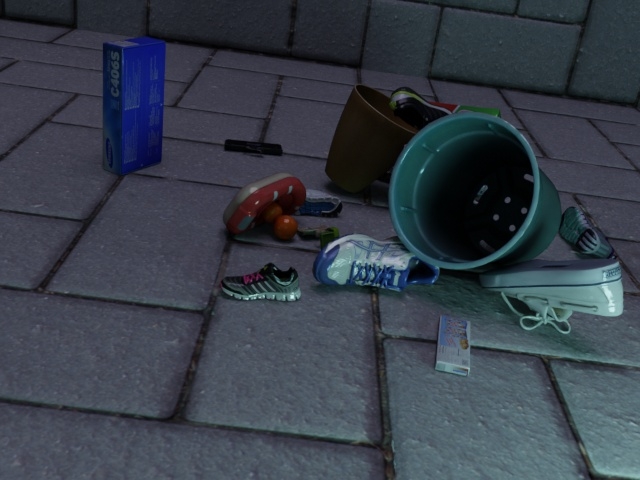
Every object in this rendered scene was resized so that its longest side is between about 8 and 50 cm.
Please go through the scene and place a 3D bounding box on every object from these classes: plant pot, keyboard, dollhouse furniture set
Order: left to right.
[{"bbox_3d":[-0.208,-0.287,2.390,0.180,0.023,0.108,4,19,-8],"label":"keyboard"},{"bbox_3d":[0.000,0.000,1.854,0.076,0.058,0.152,-9,11,-19],"label":"dollhouse furniture set"},{"bbox_3d":[0.126,-0.268,2.151,0.237,0.254,0.237,30,24,-14],"label":"plant pot"},{"bbox_3d":[0.384,-0.086,1.760,0.341,0.341,0.334,27,8,34],"label":"plant pot"}]

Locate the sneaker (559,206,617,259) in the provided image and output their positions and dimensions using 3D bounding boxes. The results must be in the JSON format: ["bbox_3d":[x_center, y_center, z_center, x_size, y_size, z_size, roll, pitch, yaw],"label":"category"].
[{"bbox_3d":[0.717,-0.011,2.066,0.098,0.083,0.223,27,24,-15],"label":"sneaker"}]

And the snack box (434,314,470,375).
[{"bbox_3d":[0.262,0.203,1.511,0.064,0.022,0.178,11,26,7],"label":"snack box"}]

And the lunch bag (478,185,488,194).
[{"bbox_3d":[0.494,-0.162,2.310,0.071,0.053,0.083,15,16,10],"label":"lunch bag"}]

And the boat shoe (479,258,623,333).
[{"bbox_3d":[0.487,0.125,1.627,0.136,0.156,0.367,-16,5,-33],"label":"boat shoe"}]

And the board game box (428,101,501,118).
[{"bbox_3d":[0.395,-0.307,2.324,0.317,0.242,0.064,12,58,29],"label":"board game box"}]

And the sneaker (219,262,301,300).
[{"bbox_3d":[-0.122,0.080,1.588,0.171,0.074,0.063,4,26,-9],"label":"sneaker"}]

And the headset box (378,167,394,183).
[{"bbox_3d":[0.203,-0.201,2.323,0.083,0.032,0.062,21,29,23],"label":"headset box"}]

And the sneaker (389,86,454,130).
[{"bbox_3d":[0.277,-0.323,2.073,0.235,0.084,0.097,24,50,-22],"label":"sneaker"}]

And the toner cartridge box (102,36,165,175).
[{"bbox_3d":[-0.506,-0.365,2.079,0.075,0.347,0.165,21,28,26],"label":"toner cartridge box"}]

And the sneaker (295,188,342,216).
[{"bbox_3d":[-0.042,-0.106,2.024,0.191,0.071,0.083,11,18,-14],"label":"sneaker"}]

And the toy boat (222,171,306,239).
[{"bbox_3d":[-0.113,-0.066,1.859,0.151,0.151,0.231,49,38,10],"label":"toy boat"}]

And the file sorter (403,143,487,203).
[{"bbox_3d":[0.358,-0.169,2.124,0.173,0.192,0.278,29,32,31],"label":"file sorter"}]

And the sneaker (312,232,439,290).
[{"bbox_3d":[0.130,0.054,1.680,0.297,0.111,0.131,-8,30,-29],"label":"sneaker"}]
